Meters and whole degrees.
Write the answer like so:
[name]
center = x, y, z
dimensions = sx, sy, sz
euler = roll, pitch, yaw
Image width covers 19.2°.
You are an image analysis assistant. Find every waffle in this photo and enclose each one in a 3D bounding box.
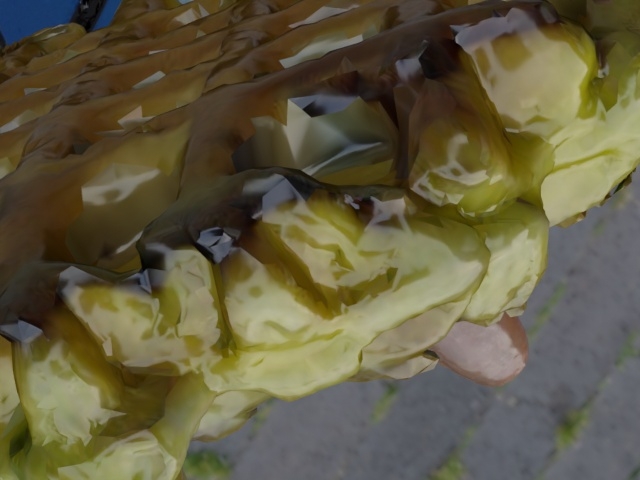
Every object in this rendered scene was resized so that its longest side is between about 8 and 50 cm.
[waffle]
center = -0.024, -0.020, 0.425
dimensions = 0.243, 0.238, 0.058
euler = -36, 113, -38

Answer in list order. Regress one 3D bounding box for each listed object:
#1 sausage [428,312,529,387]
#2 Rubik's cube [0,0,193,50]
[sausage]
center = 0.000, 0.000, 0.629
dimensions = 0.186, 0.043, 0.043
euler = 28, 102, -34
[Rubik's cube]
center = -0.024, -0.145, 0.849
dimensions = 0.284, 0.234, 0.250
euler = -10, 118, -34
